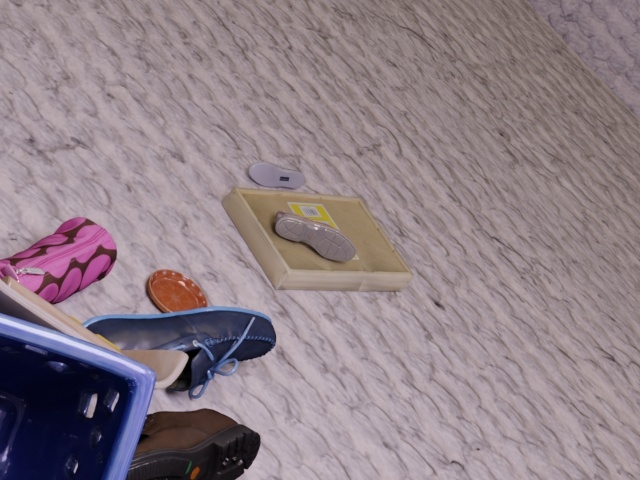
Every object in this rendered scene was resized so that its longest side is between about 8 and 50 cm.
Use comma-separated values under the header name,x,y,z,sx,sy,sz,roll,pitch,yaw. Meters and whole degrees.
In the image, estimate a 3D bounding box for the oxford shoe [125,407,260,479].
name,x,y,z,sx,sy,sz,roll,pitch,yaw
oxford shoe,-0.173,0.231,1.457,0.096,0.083,0.227,32,23,30

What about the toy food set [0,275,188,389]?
name,x,y,z,sx,sy,sz,roll,pitch,yaw
toy food set,-0.295,0.056,1.311,0.306,0.219,0.092,42,53,-47

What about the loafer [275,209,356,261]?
name,x,y,z,sx,sy,sz,roll,pitch,yaw
loafer,-0.006,-0.011,1.924,0.125,0.045,0.039,23,26,-20

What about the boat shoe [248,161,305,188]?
name,x,y,z,sx,sy,sz,roll,pitch,yaw
boat shoe,-0.071,-0.101,2.067,0.100,0.035,0.035,6,15,-38

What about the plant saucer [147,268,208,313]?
name,x,y,z,sx,sy,sz,roll,pitch,yaw
plant saucer,-0.179,0.070,1.720,0.083,0.013,0.083,27,31,-18

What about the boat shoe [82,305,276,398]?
name,x,y,z,sx,sy,sz,roll,pitch,yaw
boat shoe,-0.164,0.139,1.579,0.258,0.109,0.089,-5,56,-30

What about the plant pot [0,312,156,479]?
name,x,y,z,sx,sy,sz,roll,pitch,yaw
plant pot,-0.309,0.178,1.176,0.236,0.236,0.212,23,-11,-23

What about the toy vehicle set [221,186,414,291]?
name,x,y,z,sx,sy,sz,roll,pitch,yaw
toy vehicle set,0.000,0.000,1.995,0.267,0.035,0.166,3,44,-46

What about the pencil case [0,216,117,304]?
name,x,y,z,sx,sy,sz,roll,pitch,yaw
pencil case,-0.310,0.035,1.540,0.095,0.098,0.209,41,29,6
